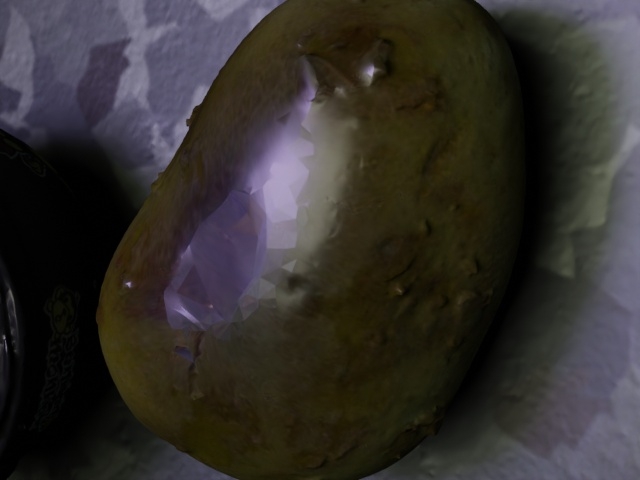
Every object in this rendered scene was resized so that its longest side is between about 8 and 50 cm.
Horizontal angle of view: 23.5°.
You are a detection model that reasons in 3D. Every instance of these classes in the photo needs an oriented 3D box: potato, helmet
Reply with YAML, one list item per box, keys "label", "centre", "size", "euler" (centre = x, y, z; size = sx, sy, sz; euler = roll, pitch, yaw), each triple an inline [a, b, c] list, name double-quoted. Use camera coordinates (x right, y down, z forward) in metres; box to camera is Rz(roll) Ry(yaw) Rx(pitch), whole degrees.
- label: "potato"
  centre: [0.000, 0.000, 0.842]
  size: [0.210, 0.173, 0.307]
  euler: [36, 112, 26]
- label: "helmet"
  centre: [-0.233, 0.043, 0.989]
  size: [0.231, 0.160, 0.278]
  euler: [22, 118, 28]
